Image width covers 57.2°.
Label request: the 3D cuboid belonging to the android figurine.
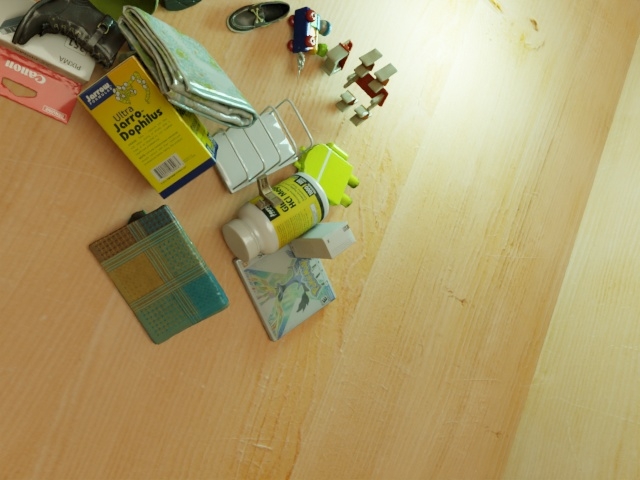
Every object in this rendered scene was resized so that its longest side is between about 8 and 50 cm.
[{"bbox_3d":[0.019,-0.237,2.119,0.273,0.056,0.248,30,71,-30],"label":"android figurine"}]

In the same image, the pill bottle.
[{"bbox_3d":[-0.149,-0.073,1.943,0.334,0.188,0.187,-35,111,-28],"label":"pill bottle"}]

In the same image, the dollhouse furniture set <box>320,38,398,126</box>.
[{"bbox_3d":[0.140,-0.585,2.091,0.135,0.262,0.259,-39,81,-29],"label":"dollhouse furniture set"}]

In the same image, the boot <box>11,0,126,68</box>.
[{"bbox_3d":[-0.651,-0.547,1.566,0.229,0.091,0.263,46,68,-29],"label":"boot"}]

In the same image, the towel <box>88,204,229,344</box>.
[{"bbox_3d":[-0.473,0.106,1.751,0.271,0.040,0.370,-27,109,3],"label":"towel"}]

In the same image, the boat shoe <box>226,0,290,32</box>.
[{"bbox_3d":[-0.203,-0.748,1.945,0.228,0.069,0.081,-29,108,-30],"label":"boat shoe"}]

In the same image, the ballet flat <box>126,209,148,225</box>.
[{"bbox_3d":[-0.480,0.030,1.791,0.280,0.095,0.096,46,78,-16],"label":"ballet flat"}]

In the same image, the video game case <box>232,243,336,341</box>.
[{"bbox_3d":[-0.117,0.140,2.066,0.300,0.036,0.329,-33,110,-28],"label":"video game case"}]

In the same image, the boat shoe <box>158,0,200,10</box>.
[{"bbox_3d":[-0.380,-0.834,1.808,0.120,0.122,0.324,44,74,7],"label":"boat shoe"}]

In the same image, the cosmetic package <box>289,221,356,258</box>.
[{"bbox_3d":[0.000,0.000,1.978,0.117,0.231,0.085,-35,110,-27],"label":"cosmetic package"}]

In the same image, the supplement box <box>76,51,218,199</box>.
[{"bbox_3d":[-0.473,-0.332,1.666,0.195,0.194,0.356,-33,114,7],"label":"supplement box"}]

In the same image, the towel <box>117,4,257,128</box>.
[{"bbox_3d":[-0.363,-0.477,1.651,0.320,0.090,0.374,55,18,17],"label":"towel"}]

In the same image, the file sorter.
[{"bbox_3d":[-0.197,-0.309,1.888,0.278,0.173,0.192,-32,95,-28],"label":"file sorter"}]

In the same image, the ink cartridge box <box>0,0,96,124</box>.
[{"bbox_3d":[-0.771,-0.496,1.577,0.296,0.066,0.261,23,78,-32],"label":"ink cartridge box"}]

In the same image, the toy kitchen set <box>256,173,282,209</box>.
[{"bbox_3d":[-0.173,-0.147,1.831,0.068,0.083,0.075,-32,140,-24],"label":"toy kitchen set"}]

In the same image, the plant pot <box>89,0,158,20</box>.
[{"bbox_3d":[-0.545,-0.814,1.619,0.275,0.275,0.293,25,64,-32],"label":"plant pot"}]

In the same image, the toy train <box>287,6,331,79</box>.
[{"bbox_3d":[-0.032,-0.672,2.056,0.143,0.105,0.248,1,92,-47],"label":"toy train"}]

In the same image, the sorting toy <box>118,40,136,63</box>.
[{"bbox_3d":[-0.492,-0.477,1.777,0.196,0.047,0.347,-14,100,-33],"label":"sorting toy"}]
